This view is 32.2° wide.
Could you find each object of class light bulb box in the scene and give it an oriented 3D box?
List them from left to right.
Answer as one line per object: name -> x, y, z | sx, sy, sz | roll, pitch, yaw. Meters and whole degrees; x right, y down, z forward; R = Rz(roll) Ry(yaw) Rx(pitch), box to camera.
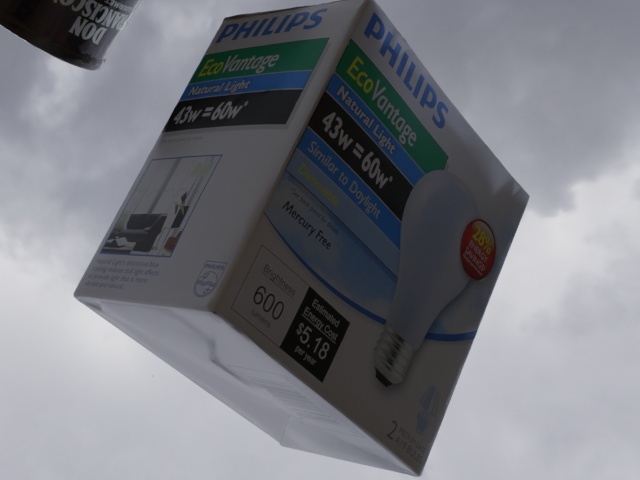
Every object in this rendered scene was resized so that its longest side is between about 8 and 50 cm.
light bulb box -> 0.000, 0.000, 1.174 | 0.358, 0.225, 0.361 | 43, -118, -39

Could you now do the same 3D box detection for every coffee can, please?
coffee can -> -0.279, -0.373, 1.325 | 0.201, 0.201, 0.275 | 34, -78, -3
